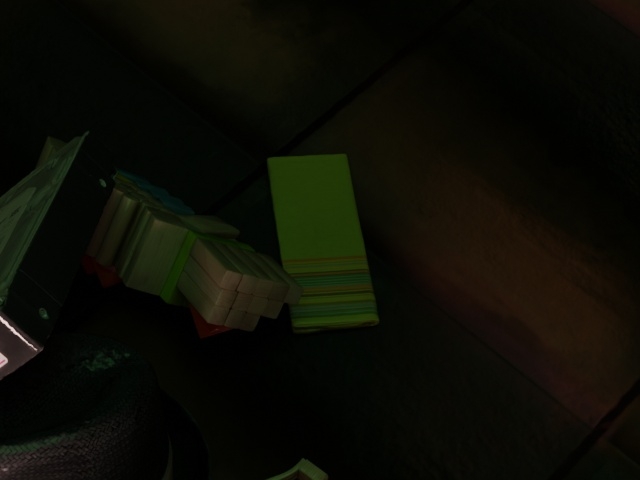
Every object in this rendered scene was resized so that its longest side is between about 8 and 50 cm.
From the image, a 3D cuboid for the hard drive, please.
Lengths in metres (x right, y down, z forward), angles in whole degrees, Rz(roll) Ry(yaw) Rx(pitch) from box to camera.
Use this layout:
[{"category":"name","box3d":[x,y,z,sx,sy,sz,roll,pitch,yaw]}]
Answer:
[{"category":"hard drive","box3d":[-0.329,0.046,1.326,0.064,0.237,0.339,46,26,-20]}]

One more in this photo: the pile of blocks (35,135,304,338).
[{"category":"pile of blocks","box3d":[-0.189,0.013,1.503,0.362,0.149,0.112,32,104,26]}]

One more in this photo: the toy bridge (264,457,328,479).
[{"category":"toy bridge","box3d":[-0.074,0.293,1.363,0.063,0.026,0.188,34,62,20]}]

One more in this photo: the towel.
[{"category":"towel","box3d":[0.000,0.000,1.557,0.102,0.021,0.237,-2,57,-11]}]

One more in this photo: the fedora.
[{"category":"fedora","box3d":[-0.264,0.192,1.290,0.334,0.152,0.334,6,37,-4]}]
